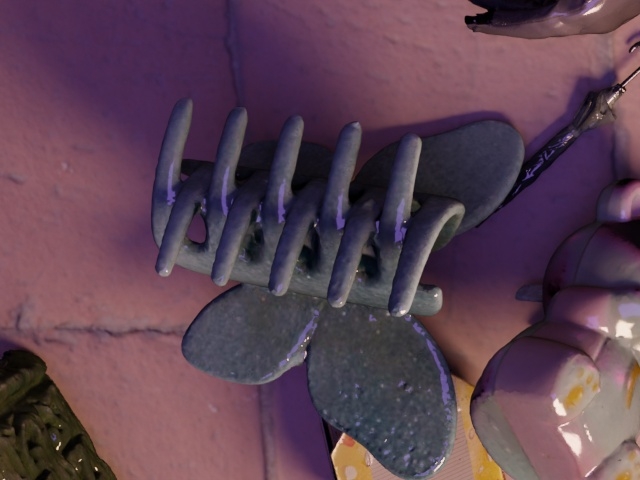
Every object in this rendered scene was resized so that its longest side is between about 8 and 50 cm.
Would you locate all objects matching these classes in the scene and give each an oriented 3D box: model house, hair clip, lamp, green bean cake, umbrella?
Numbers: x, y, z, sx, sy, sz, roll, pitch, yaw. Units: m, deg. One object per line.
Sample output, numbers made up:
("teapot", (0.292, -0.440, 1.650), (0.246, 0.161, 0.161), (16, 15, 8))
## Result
("model house", (0.079, 0.241, 1.909), (0.207, 0.136, 0.219), (-24, 116, -23))
("hair clip", (0.000, 0.000, 1.734), (0.318, 0.238, 0.392), (11, 75, 20))
("lamp", (0.272, 0.110, 1.756), (0.247, 0.301, 0.247), (-3, 126, 51))
("green bean cake", (-0.337, 0.259, 1.920), (0.132, 0.241, 0.255), (-25, 96, 17))
("umbrella", (0.256, -0.101, 1.826), (0.269, 0.044, 0.044), (-49, 62, 18))

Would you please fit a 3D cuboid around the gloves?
("gloves", (0.278, -0.267, 1.741), (0.285, 0.142, 0.119), (-16, 70, 15))
